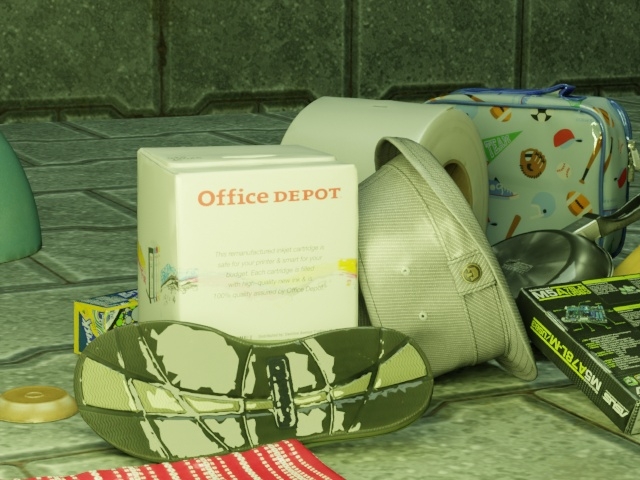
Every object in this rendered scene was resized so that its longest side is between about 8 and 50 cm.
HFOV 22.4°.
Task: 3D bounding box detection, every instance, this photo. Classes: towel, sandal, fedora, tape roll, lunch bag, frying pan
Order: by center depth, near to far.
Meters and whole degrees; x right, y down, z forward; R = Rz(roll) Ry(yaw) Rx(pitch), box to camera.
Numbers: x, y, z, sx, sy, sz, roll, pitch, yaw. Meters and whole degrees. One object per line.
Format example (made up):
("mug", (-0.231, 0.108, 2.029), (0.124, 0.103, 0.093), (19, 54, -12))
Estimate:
("towel", (-0.097, 0.198, 1.175), (0.274, 0.031, 0.199), (-4, 13, -24))
("sandal", (-0.057, 0.134, 1.365), (0.302, 0.120, 0.086), (1, -17, -6))
("fedora", (0.086, 0.042, 1.547), (0.124, 0.275, 0.244), (-28, 25, -10))
("frying pan", (0.274, 0.019, 1.731), (0.326, 0.053, 0.197), (-28, 25, 1))
("tape roll", (0.070, -0.034, 1.831), (0.169, 0.246, 0.246), (7, 13, 28))
("lunch bag", (0.269, -0.089, 2.125), (0.303, 0.243, 0.115), (6, 13, 32))

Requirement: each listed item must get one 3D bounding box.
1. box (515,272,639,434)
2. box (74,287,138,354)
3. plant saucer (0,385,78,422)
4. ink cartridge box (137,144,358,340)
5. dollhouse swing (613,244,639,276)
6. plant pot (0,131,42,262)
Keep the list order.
("box", (0.306, 0.099, 1.512), (0.190, 0.045, 0.184), (-6, 33, -32))
("box", (-0.178, 0.081, 1.699), (0.054, 0.059, 0.169), (12, 16, 42))
("plant saucer", (-0.261, 0.147, 1.470), (0.083, 0.015, 0.083), (1, 11, 0))
("ink cartridge box", (-0.071, 0.034, 1.489), (0.171, 0.233, 0.168), (-3, 11, -19))
("dollhouse swing", (0.522, 0.080, 1.744), (0.315, 0.305, 0.347), (43, -16, -32))
("plant pot", (-0.526, -0.084, 2.188), (0.290, 0.196, 0.290), (1, 11, 0))
